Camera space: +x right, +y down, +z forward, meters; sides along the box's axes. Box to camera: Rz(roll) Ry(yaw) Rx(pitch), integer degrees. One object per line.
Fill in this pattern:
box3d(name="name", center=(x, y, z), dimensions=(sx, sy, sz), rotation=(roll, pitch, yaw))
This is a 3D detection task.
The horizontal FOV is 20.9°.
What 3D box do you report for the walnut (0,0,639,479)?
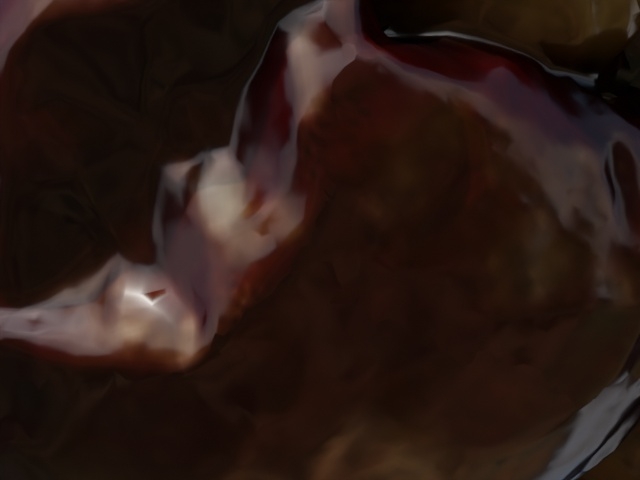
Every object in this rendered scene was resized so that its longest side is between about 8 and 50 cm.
box3d(name="walnut", center=(0.000, 0.000, 0.449), dimensions=(0.244, 0.221, 0.269), rotation=(35, -37, -21))
